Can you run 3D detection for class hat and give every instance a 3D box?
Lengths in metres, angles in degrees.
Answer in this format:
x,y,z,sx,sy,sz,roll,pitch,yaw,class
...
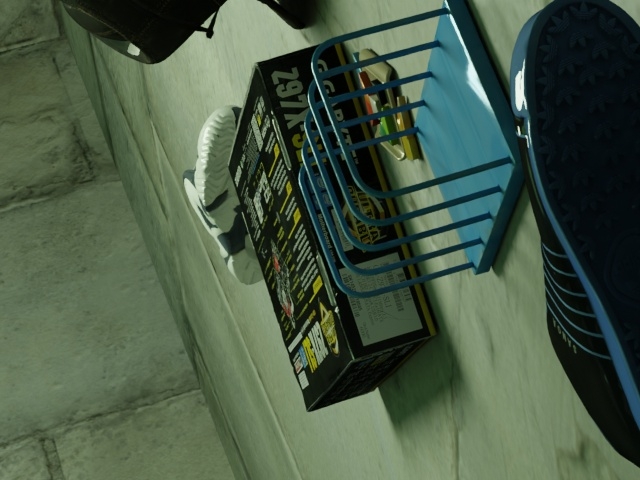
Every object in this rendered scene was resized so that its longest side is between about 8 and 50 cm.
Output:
x,y,z,sx,sy,sz,roll,pitch,yaw,class
-0.173,-0.237,1.514,0.331,0.134,0.331,35,-171,-6,hat

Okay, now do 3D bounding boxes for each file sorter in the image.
x,y,z,sx,sy,sz,roll,pitch,yaw,class
0.051,-0.050,1.096,0.170,0.104,0.118,99,152,-66,file sorter

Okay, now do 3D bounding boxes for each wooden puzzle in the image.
x,y,z,sx,sy,sz,roll,pitch,yaw,class
0.045,-0.101,1.300,0.116,0.014,0.078,-136,31,-70,wooden puzzle

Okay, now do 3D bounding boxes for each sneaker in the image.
x,y,z,sx,sy,sz,roll,pitch,yaw,class
0.132,0.003,0.817,0.090,0.081,0.232,175,78,-72,sneaker
-0.107,-0.079,1.902,0.153,0.094,0.235,52,168,42,sneaker

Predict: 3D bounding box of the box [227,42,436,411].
x,y,z,sx,sy,sz,roll,pitch,yaw,class
0.000,0.000,1.520,0.322,0.079,0.257,117,134,-75,box
